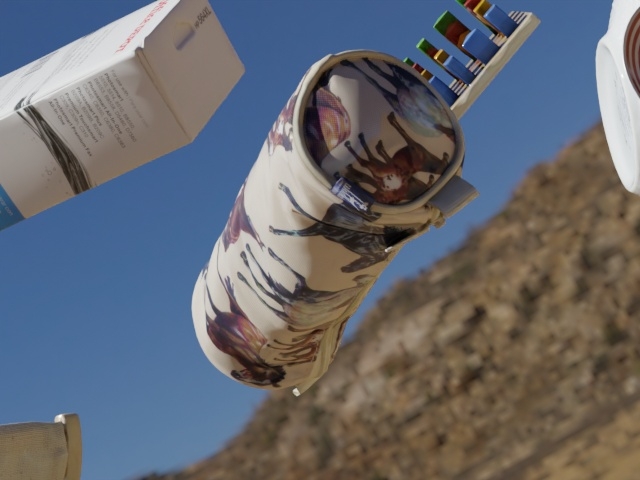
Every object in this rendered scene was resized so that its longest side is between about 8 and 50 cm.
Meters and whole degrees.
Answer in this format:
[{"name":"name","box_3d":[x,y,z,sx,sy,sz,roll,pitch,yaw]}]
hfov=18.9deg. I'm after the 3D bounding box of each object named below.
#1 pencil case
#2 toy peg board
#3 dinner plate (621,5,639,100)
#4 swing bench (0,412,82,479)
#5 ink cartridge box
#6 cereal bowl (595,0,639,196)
[{"name":"pencil case","box_3d":[0.000,0.000,1.847,0.160,0.183,0.410,-26,-18,-30]},{"name":"toy peg board","box_3d":[0.160,-0.215,2.205,0.161,0.079,0.160,-51,6,4]},{"name":"dinner plate","box_3d":[0.301,-0.135,1.514,0.141,0.141,0.017,-24,-17,-22]},{"name":"swing bench","box_3d":[-0.396,0.233,1.776,0.255,0.165,0.253,5,3,41]},{"name":"ink cartridge box","box_3d":[-0.176,-0.099,1.466,0.203,0.086,0.148,-22,19,25]},{"name":"cereal bowl","box_3d":[0.365,-0.140,1.948,0.141,0.339,0.339,-11,-10,-1]}]
